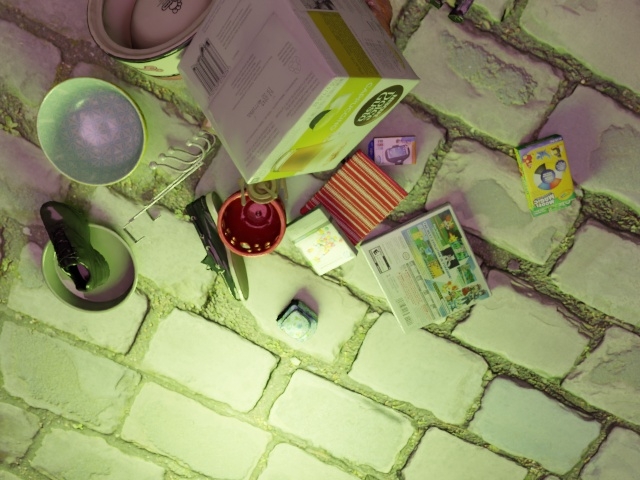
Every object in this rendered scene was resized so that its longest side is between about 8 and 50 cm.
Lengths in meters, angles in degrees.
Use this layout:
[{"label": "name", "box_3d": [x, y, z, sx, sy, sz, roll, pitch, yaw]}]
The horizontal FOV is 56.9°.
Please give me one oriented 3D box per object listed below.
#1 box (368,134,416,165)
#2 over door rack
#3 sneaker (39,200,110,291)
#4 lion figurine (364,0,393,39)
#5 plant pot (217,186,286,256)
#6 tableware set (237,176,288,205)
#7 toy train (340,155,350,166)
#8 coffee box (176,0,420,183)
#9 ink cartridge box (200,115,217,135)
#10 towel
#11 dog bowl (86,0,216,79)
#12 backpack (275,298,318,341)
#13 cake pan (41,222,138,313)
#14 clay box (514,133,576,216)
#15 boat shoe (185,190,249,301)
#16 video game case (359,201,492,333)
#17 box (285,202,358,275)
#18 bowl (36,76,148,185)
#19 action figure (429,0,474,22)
[{"label": "box", "box_3d": [0.206, -0.258, 1.700, 0.136, 0.028, 0.081, -4, 108, 0]}, {"label": "over door rack", "box_3d": [-0.426, -0.168, 1.624, 0.108, 0.239, 0.324, 39, 103, -13]}, {"label": "sneaker", "box_3d": [-0.710, 0.019, 1.689, 0.109, 0.130, 0.286, -27, 104, 10]}, {"label": "lion figurine", "box_3d": [0.065, -0.443, 1.523, 0.240, 0.142, 0.392, 42, 110, -4]}, {"label": "plant pot", "box_3d": [-0.188, -0.067, 1.687, 0.191, 0.174, 0.191, 0, 107, 1]}, {"label": "tableware set", "box_3d": [-0.162, -0.195, 1.578, 0.128, 0.039, 0.194, -8, 77, -1]}, {"label": "toy train", "box_3d": [0.087, -0.177, 1.726, 0.036, 0.027, 0.158, -13, 107, 1]}, {"label": "coffee box", "box_3d": [-0.050, -0.378, 1.340, 0.337, 0.334, 0.338, -42, 74, 37]}, {"label": "ink cartridge box", "box_3d": [-0.187, -0.357, 1.643, 0.235, 0.088, 0.193, 22, 107, -5]}, {"label": "towel", "box_3d": [0.094, -0.109, 1.715, 0.199, 0.031, 0.275, 40, 117, -11]}, {"label": "dog bowl", "box_3d": [-0.359, -0.578, 1.452, 0.408, 0.150, 0.408, -6, 70, 18]}, {"label": "backpack", "box_3d": [-0.067, 0.257, 1.835, 0.114, 0.084, 0.105, 38, 106, -13]}, {"label": "cake pan", "box_3d": [-0.696, 0.080, 1.803, 0.293, 0.054, 0.293, 0, 107, 1]}, {"label": "clay box", "box_3d": [0.652, -0.180, 1.704, 0.127, 0.053, 0.222, -19, 105, 7]}, {"label": "boat shoe", "box_3d": [-0.308, 0.031, 1.746, 0.113, 0.127, 0.340, -16, 106, 8]}, {"label": "video game case", "box_3d": [0.323, 0.090, 1.803, 0.300, 0.036, 0.329, -26, 104, 9]}, {"label": "box", "box_3d": [0.000, 0.000, 1.752, 0.145, 0.038, 0.186, -29, 110, 28]}, {"label": "bowl", "box_3d": [-0.604, -0.307, 1.627, 0.289, 0.156, 0.289, 0, 108, 1]}, {"label": "action figure", "box_3d": [0.413, -0.706, 1.522, 0.185, 0.099, 0.285, 36, 100, -1]}]
